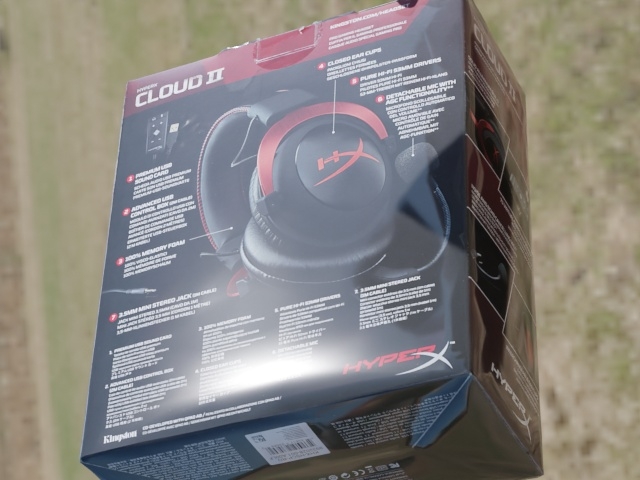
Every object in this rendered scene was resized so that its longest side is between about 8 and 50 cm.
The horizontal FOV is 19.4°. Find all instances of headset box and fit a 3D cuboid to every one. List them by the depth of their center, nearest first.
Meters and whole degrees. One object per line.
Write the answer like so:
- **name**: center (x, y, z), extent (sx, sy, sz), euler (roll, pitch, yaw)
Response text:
- **headset box**: center (0.000, 0.000, 1.030), extent (0.110, 0.218, 0.293), euler (53, -151, -46)
